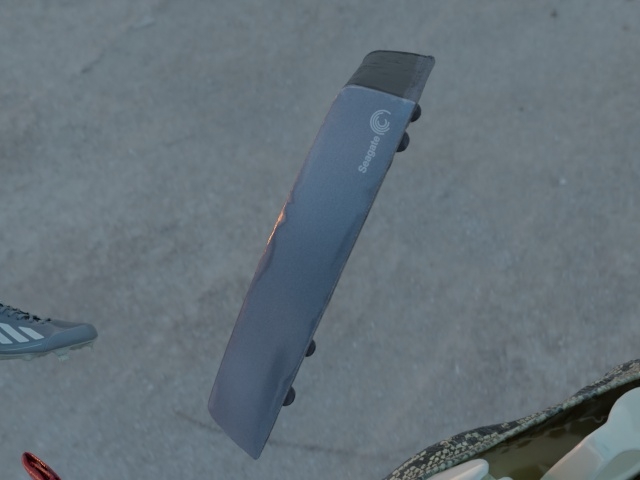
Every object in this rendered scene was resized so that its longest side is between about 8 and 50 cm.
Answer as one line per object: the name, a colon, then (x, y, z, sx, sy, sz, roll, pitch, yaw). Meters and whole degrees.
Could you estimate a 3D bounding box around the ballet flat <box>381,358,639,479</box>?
ballet flat: (0.188, 0.211, 1.068, 0.483, 0.182, 0.164, -25, 74, -26)

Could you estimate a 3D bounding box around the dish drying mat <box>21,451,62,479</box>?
dish drying mat: (-0.096, 0.122, 0.521, 0.008, 0.083, 0.032, -42, 32, -22)

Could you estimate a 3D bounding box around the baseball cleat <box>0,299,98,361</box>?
baseball cleat: (-0.364, 0.092, 1.450, 0.206, 0.072, 0.109, -8, 90, -4)

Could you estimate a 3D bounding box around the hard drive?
hard drive: (0.000, 0.000, 0.826, 0.054, 0.254, 0.172, 24, 21, 1)
